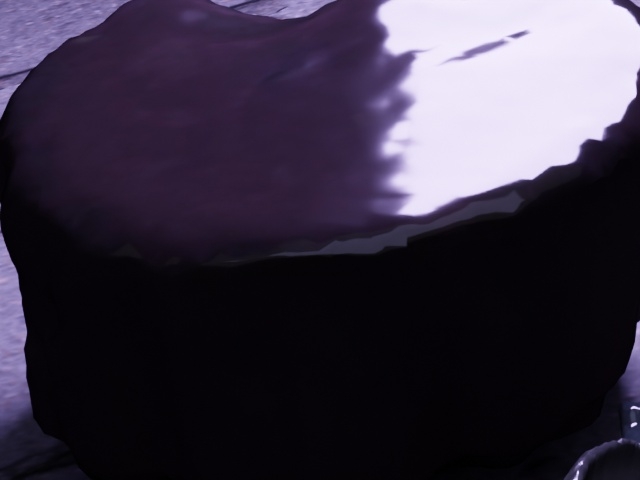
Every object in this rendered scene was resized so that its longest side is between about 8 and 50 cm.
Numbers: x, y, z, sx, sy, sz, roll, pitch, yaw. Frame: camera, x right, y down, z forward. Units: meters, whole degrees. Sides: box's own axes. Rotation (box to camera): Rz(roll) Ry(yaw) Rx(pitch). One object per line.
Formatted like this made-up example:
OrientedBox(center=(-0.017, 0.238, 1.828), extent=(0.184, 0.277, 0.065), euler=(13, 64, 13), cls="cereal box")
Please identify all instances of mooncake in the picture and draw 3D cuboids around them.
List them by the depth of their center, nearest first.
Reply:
OrientedBox(center=(0.000, 0.000, 1.080), extent=(0.381, 0.212, 0.350), euler=(10, 32, 31), cls="mooncake")

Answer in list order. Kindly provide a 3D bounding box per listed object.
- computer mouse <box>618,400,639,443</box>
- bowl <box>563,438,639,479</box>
OrientedBox(center=(0.322, 0.101, 0.860), extent=(0.374, 0.114, 0.203), euler=(-6, 23, 26), cls="computer mouse")
OrientedBox(center=(0.123, 0.226, 0.476), extent=(0.157, 0.337, 0.337), euler=(-43, 14, 17), cls="bowl")
